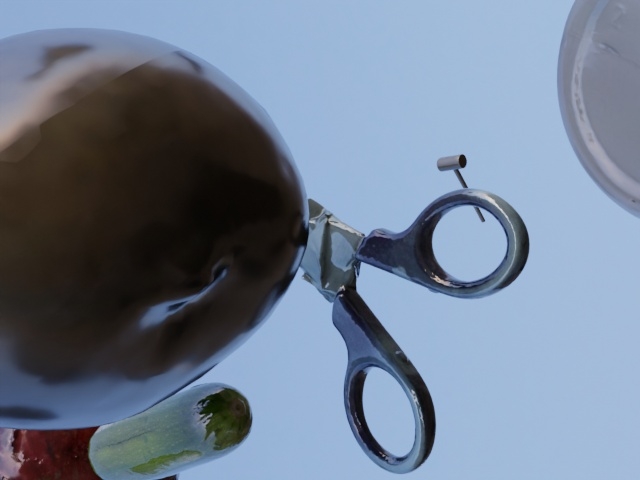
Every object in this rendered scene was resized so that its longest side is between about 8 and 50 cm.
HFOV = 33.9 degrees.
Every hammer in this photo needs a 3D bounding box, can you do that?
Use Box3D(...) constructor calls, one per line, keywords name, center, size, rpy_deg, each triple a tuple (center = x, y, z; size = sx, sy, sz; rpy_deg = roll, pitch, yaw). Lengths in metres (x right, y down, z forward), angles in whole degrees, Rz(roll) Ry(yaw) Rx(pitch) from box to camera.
Box3D(name="hammer", center=(0.192, -0.067, 1.379), size=(0.110, 0.035, 0.019), rpy_deg=(56, -132, -29))

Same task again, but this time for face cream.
Box3D(name="face cream", center=(0.290, -0.117, 0.709), size=(0.187, 0.201, 0.201), rpy_deg=(-16, -84, -39))

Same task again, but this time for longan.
Box3D(name="longan", center=(-0.165, -0.006, 0.723), size=(0.350, 0.288, 0.288), rpy_deg=(-36, -69, -56))

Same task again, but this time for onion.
Box3D(name="onion", center=(-0.317, 0.294, 1.343), size=(0.276, 0.276, 0.276), rpy_deg=(17, -112, -52))

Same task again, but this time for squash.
Box3D(name="squash", center=(-0.139, 0.175, 0.931), size=(0.069, 0.239, 0.069), rpy_deg=(17, -118, -35))

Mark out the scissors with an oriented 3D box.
Box3D(name="scissors", center=(0.000, 0.000, 0.932), size=(0.029, 0.383, 0.256), rpy_deg=(-1, -57, -47))
